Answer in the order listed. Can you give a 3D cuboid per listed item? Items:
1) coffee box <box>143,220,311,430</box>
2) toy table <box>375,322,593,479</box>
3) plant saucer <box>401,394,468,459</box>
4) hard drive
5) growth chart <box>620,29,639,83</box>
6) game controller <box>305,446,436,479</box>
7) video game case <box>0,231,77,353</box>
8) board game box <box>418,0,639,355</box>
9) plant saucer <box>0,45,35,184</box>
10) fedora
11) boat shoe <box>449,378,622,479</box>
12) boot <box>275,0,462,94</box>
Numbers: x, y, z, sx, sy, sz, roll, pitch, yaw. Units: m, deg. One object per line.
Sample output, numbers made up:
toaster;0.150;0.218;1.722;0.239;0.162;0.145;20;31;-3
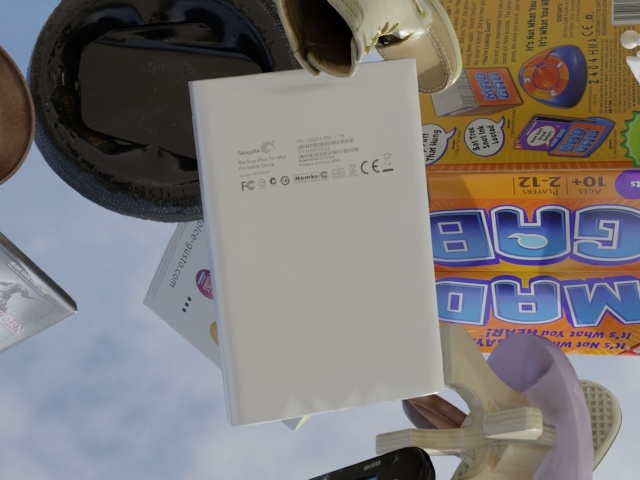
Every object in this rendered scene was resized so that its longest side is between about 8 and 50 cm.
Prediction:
coffee box;-0.011;0.023;2.054;0.334;0.338;0.338;39;-140;13
toy table;0.205;0.237;1.521;0.160;0.252;0.274;12;-123;-37
plant saucer;0.179;0.263;1.823;0.168;0.029;0.168;32;-169;-7
hard drive;0.000;0.000;1.160;0.203;0.308;0.040;-8;-170;-13
growth chart;0.363;-0.135;1.160;0.172;0.021;0.237;9;167;26
game controller;-0.004;0.322;1.392;0.067;0.319;0.166;36;-132;-28
video game case;-0.490;0.101;1.709;0.196;0.274;0.026;53;-167;-48
board game box;0.283;-0.096;1.688;0.356;0.356;0.357;0;-130;13
plant saucer;-0.365;-0.123;1.199;0.198;0.036;0.199;17;-121;-30
fedora;-0.163;-0.164;1.485;0.334;0.334;0.152;36;180;12
boat shoe;0.319;0.432;2.187;0.187;0.500;0.156;45;-169;30
boot;0.043;-0.182;1.125;0.213;0.077;0.165;54;-145;-26
